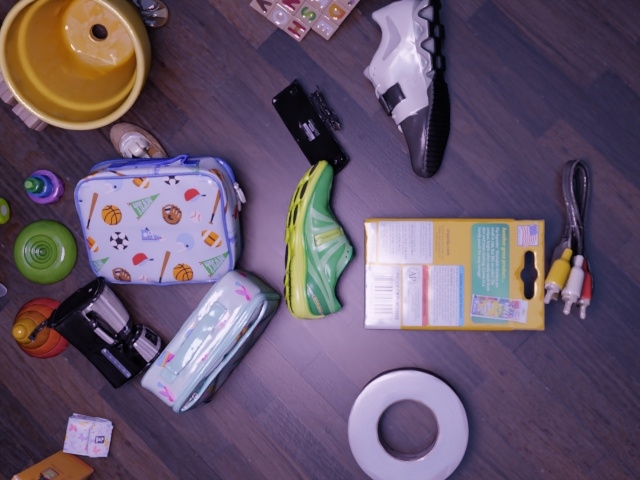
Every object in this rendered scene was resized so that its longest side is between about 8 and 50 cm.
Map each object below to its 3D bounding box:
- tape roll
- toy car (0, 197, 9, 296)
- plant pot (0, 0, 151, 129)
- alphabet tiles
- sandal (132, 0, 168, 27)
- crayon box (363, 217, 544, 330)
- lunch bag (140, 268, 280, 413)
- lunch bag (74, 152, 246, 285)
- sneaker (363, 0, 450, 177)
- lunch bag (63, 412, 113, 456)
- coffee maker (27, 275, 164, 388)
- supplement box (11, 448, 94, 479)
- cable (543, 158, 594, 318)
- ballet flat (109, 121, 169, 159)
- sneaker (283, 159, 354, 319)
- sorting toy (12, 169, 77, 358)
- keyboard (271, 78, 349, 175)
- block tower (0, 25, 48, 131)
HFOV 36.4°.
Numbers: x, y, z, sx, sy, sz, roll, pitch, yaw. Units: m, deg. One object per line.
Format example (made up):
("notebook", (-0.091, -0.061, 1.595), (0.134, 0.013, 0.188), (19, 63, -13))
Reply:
("tape roll", (0.161, 0.344, 1.790), (0.219, 0.072, 0.219), (0, 88, 5))
("toy car", (-0.675, 0.029, 1.880), (0.155, 0.149, 0.188), (-6, 117, 9))
("plant pot", (-0.422, -0.355, 1.764), (0.254, 0.239, 0.254), (1, 115, 2))
("alphabet tiles", (-0.022, -0.479, 1.778), (0.198, 0.009, 0.237), (35, 129, -12))
("sandal", (-0.382, -0.458, 1.884), (0.180, 0.049, 0.072), (18, 96, -8))
("crayon box", (0.242, 0.062, 1.782), (0.323, 0.083, 0.203), (0, 89, 7))
("lunch bag", (-0.194, 0.185, 1.755), (0.108, 0.224, 0.279), (36, 92, 6))
("lunch bag", (-0.287, -0.043, 1.785), (0.303, 0.115, 0.243), (-3, 111, 10))
("sneaker", (0.156, -0.277, 1.796), (0.146, 0.122, 0.331), (-3, 89, 24))
("lunch bag", (-0.443, 0.374, 1.864), (0.083, 0.053, 0.071), (11, 91, -3))
("coffee maker", (-0.410, 0.181, 1.812), (0.171, 0.120, 0.178), (-25, 116, 29))
("supplement box", (-0.499, 0.452, 1.775), (0.078, 0.233, 0.080), (34, 92, 6))
("cable", (0.471, 0.001, 1.754), (0.139, 0.072, 0.287), (23, 77, -33))
("ballet flat", (-0.326, -0.155, 1.856), (0.206, 0.067, 0.073), (41, 90, 5))
("sneaker", (0.000, 0.000, 1.813), (0.123, 0.109, 0.296), (5, 87, -17))
("sorting toy", (-0.544, 0.046, 1.846), (0.127, 0.126, 0.366), (2, 90, 6))
("keyboard", (-0.005, -0.216, 1.848), (0.100, 0.038, 0.192), (-34, 86, 28))
("block tower", (-0.629, -0.357, 1.882), (0.097, 0.091, 0.335), (-44, 84, 3))
